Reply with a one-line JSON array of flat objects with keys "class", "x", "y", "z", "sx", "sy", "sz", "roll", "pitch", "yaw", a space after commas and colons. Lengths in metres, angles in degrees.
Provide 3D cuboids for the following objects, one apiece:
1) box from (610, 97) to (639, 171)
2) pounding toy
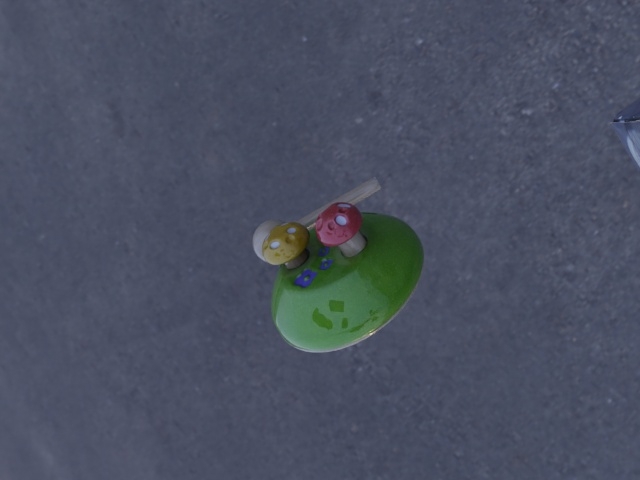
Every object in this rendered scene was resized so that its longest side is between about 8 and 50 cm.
[{"class": "box", "x": 0.521, "y": -0.092, "z": 0.925, "sx": 0.318, "sy": 0.395, "sz": 0.097, "roll": 55, "pitch": 177, "yaw": -11}, {"class": "pounding toy", "x": 0.000, "y": 0.000, "z": 1.063, "sx": 0.110, "sy": 0.183, "sz": 0.237, "roll": 54, "pitch": -173, "yaw": -34}]
